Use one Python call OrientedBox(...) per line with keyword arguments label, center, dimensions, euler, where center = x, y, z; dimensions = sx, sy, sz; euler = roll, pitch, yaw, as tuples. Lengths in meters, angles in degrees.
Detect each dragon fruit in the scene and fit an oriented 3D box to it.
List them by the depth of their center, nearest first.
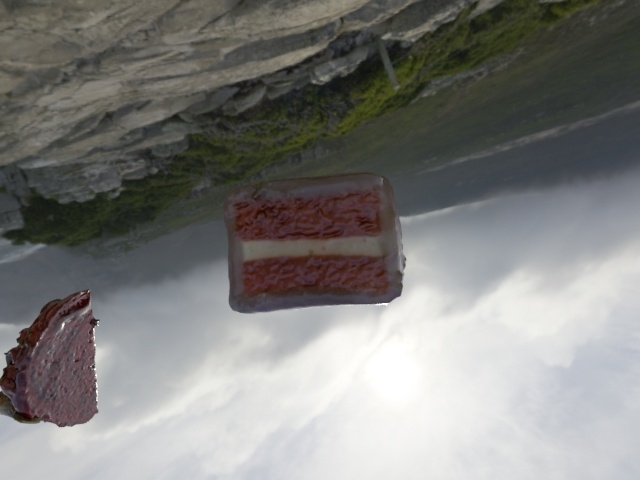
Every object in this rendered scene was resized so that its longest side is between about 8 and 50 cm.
OrientedBox(label="dragon fruit", center=(-0.312, 0.138, 0.485), dimensions=(0.083, 0.162, 0.106), euler=(8, -170, 10))

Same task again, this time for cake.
OrientedBox(label="cake", center=(0.000, 0.000, 0.807), dimensions=(0.308, 0.237, 0.230), euler=(-5, -174, 8))
